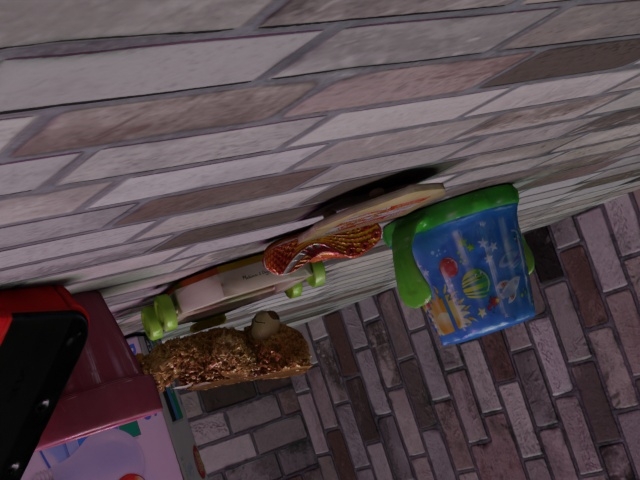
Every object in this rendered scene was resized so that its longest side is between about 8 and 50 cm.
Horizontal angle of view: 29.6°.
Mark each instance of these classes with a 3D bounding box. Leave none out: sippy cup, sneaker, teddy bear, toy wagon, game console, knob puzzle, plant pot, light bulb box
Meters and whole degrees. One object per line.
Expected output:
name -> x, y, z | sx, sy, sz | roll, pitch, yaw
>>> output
sippy cup -> 0.246, 0.048, 2.021 | 0.305, 0.224, 0.240 | -16, 173, -15
sneaker -> 0.000, 0.000, 1.712 | 0.175, 0.064, 0.067 | -13, -167, -4
teddy bear -> -0.186, 0.187, 2.012 | 0.337, 0.113, 0.245 | -11, 168, 6
toy wagon -> -0.154, 0.090, 1.943 | 0.267, 0.068, 0.344 | -16, 174, -21
game console -> -0.440, 0.227, 1.376 | 0.342, 0.060, 0.387 | 0, 120, -61
knob puzzle -> 0.075, -0.050, 1.554 | 0.213, 0.030, 0.213 | -17, 174, -2
plant pot -> -0.331, 0.173, 1.622 | 0.201, 0.180, 0.201 | -18, 174, -2
light bulb box -> -0.470, 0.417, 2.538 | 0.361, 0.358, 0.225 | -20, 176, 3
